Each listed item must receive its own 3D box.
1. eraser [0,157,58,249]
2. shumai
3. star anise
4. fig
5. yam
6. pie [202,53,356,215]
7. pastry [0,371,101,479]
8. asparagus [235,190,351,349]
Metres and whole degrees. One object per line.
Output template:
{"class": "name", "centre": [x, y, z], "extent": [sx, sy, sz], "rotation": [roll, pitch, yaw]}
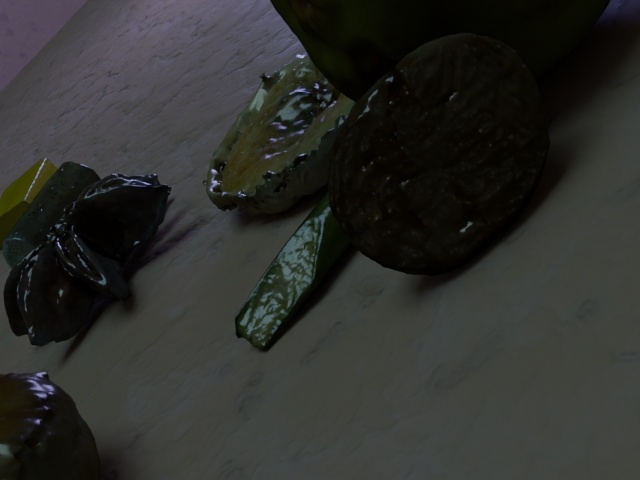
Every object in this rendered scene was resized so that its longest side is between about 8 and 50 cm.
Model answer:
{"class": "eraser", "centre": [-0.434, -0.053, 1.505], "extent": [0.097, 0.045, 0.122], "rotation": [-32, 26, 22]}
{"class": "shumai", "centre": [0.064, -0.049, 0.630], "extent": [0.139, 0.123, 0.105], "rotation": [-64, 17, -13]}
{"class": "star anise", "centre": [-0.224, 0.007, 1.028], "extent": [0.229, 0.093, 0.236], "rotation": [-34, 21, 34]}
{"class": "fig", "centre": [0.095, -0.215, 0.720], "extent": [0.271, 0.239, 0.239], "rotation": [-30, 16, -28]}
{"class": "yam", "centre": [-0.329, -0.027, 1.267], "extent": [0.068, 0.068, 0.169], "rotation": [-27, 28, 32]}
{"class": "pie", "centre": [0.003, -0.126, 0.926], "extent": [0.274, 0.055, 0.274], "rotation": [-35, 24, 18]}
{"class": "pastry", "centre": [-0.249, 0.201, 0.698], "extent": [0.236, 0.120, 0.257], "rotation": [-24, 27, 29]}
{"class": "asparagus", "centre": [0.000, 0.000, 0.736], "extent": [0.178, 0.041, 0.045], "rotation": [-51, 16, -16]}
